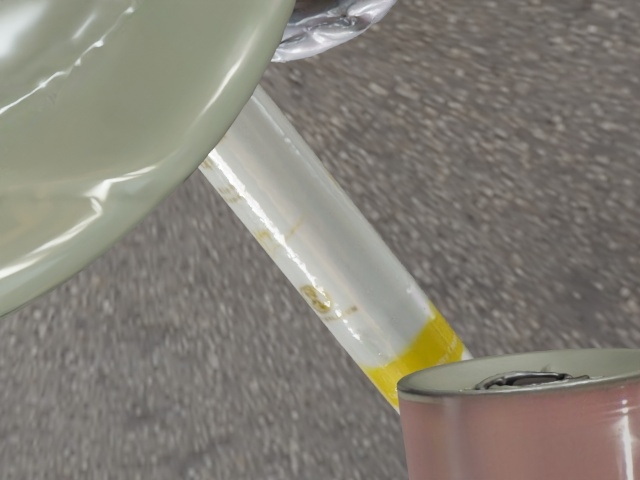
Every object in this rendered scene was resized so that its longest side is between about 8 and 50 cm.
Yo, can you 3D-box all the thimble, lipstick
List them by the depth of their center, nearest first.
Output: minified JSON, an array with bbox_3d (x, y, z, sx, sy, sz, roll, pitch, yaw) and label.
[{"bbox_3d":[0.000,0.000,1.105,0.059,0.059,0.264,-39,110,1],"label":"lipstick"},{"bbox_3d":[-0.005,-0.204,1.344,0.151,0.118,0.127,-28,103,21],"label":"thimble"}]

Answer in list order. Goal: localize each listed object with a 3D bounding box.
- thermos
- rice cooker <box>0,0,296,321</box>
[{"bbox_3d":[0.139,0.195,1.027,0.176,0.146,0.265,-9,94,-15],"label":"thermos"},{"bbox_3d":[-0.175,-0.107,0.544,0.335,0.325,0.335,5,76,-22],"label":"rice cooker"}]
